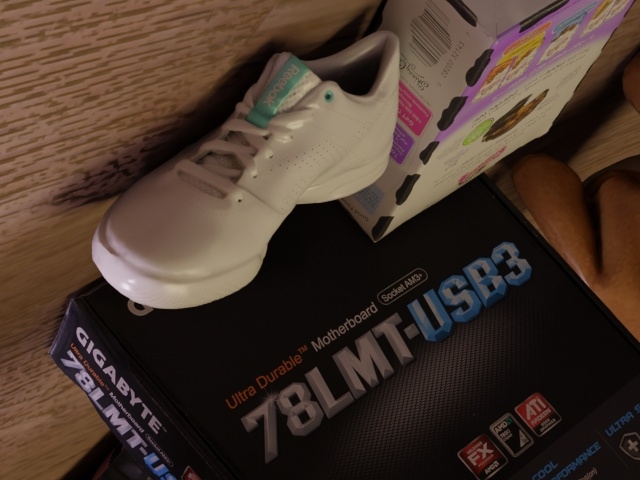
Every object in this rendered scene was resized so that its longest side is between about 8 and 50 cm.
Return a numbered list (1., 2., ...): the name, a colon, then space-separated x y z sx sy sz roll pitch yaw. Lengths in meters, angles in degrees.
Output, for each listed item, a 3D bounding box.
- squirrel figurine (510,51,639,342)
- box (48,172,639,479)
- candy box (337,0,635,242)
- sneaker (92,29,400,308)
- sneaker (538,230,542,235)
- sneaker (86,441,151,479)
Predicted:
1. squirrel figurine: 0.408 -0.010 1.487 0.370 0.397 0.281 -33 162 7
2. box: 0.047 0.092 1.028 0.295 0.293 0.073 -30 164 -38
3. candy box: 0.095 -0.108 1.011 0.165 0.070 0.196 -33 163 -34
4. sneaker: -0.032 -0.047 0.878 0.212 0.080 0.094 -38 156 -44
5. sneaker: 0.082 0.088 1.487 0.275 0.110 0.107 -38 168 19
6. sneaker: -0.085 0.149 1.298 0.319 0.112 0.131 -42 -176 12
